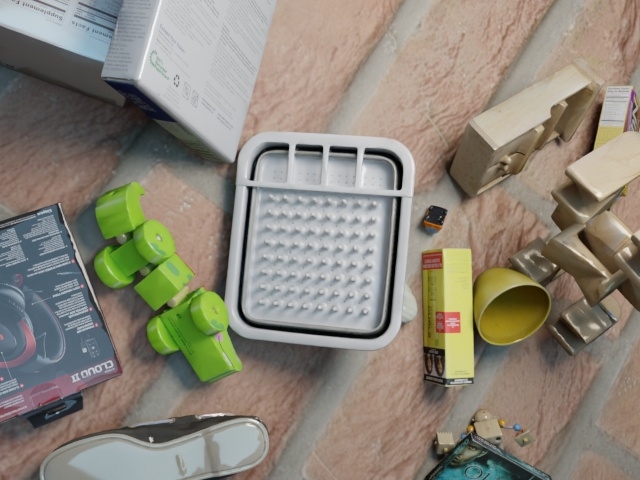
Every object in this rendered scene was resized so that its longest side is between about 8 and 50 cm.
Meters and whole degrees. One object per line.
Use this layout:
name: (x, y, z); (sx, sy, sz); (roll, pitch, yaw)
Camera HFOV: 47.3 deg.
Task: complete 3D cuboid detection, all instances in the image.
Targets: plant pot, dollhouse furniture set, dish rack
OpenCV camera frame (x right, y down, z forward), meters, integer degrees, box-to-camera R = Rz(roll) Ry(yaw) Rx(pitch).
plant pot: (0.316, 0.100, 1.268); (0.134, 0.095, 0.134); (-9, 126, -12)
dollhouse furniture set: (0.452, -0.073, 1.231); (0.256, 0.362, 0.394); (-31, 68, -18)
dish rack: (0.000, 0.000, 1.169); (0.285, 0.072, 0.333); (5, 84, 9)

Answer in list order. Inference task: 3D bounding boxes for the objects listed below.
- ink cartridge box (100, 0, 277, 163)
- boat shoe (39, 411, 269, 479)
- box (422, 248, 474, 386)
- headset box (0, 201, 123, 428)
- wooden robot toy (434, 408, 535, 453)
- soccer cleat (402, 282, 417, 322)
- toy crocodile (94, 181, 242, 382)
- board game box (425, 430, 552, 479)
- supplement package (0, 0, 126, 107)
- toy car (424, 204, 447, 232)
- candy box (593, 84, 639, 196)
ink cartridge box: (-0.169, -0.317, 1.060); (0.071, 0.324, 0.330); (10, 80, 17)
boat shoe: (-0.244, 0.329, 1.108); (0.335, 0.095, 0.112); (-7, 85, -13)
box: (0.221, 0.131, 1.269); (0.058, 0.087, 0.232); (2, 87, -18)
headset box: (-0.425, 0.120, 1.041); (0.218, 0.110, 0.293); (-21, 93, -18)
wooden robot toy: (0.286, 0.338, 1.295); (0.173, 0.079, 0.076); (-12, 124, 4)
soccer cleat: (0.105, 0.060, 1.240); (0.068, 0.076, 0.196); (-36, 98, -17)
toy crocodile: (-0.232, 0.069, 1.119); (0.115, 0.105, 0.341); (-31, 99, 24)
board game box: (0.294, 0.418, 1.269); (0.186, 0.026, 0.126); (31, 111, -15)
supplement package: (-0.336, -0.368, 1.057); (0.198, 0.199, 0.263); (18, 80, -16)
toy car: (0.166, -0.037, 1.299); (0.122, 0.060, 0.041); (5, 129, -2)
candy box: (0.567, -0.189, 1.399); (0.109, 0.053, 0.187); (26, 77, -52)
